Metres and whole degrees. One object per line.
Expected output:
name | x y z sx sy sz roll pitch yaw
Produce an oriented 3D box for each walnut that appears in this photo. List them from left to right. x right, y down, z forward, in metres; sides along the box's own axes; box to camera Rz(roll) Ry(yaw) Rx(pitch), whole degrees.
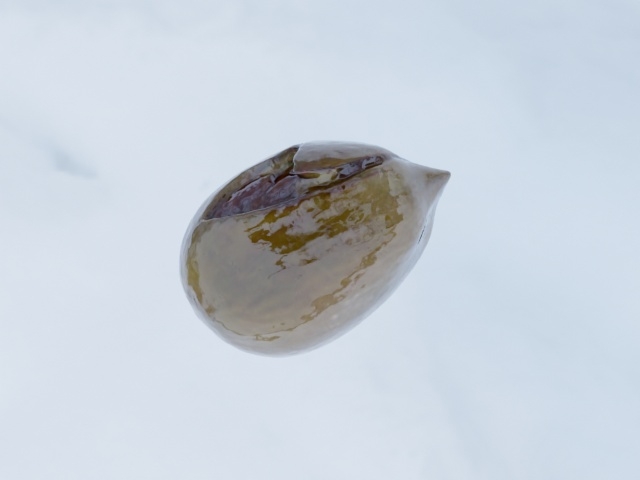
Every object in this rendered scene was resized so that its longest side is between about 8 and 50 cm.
walnut | 0.000 0.000 1.579 0.298 0.203 0.203 -25 73 3
